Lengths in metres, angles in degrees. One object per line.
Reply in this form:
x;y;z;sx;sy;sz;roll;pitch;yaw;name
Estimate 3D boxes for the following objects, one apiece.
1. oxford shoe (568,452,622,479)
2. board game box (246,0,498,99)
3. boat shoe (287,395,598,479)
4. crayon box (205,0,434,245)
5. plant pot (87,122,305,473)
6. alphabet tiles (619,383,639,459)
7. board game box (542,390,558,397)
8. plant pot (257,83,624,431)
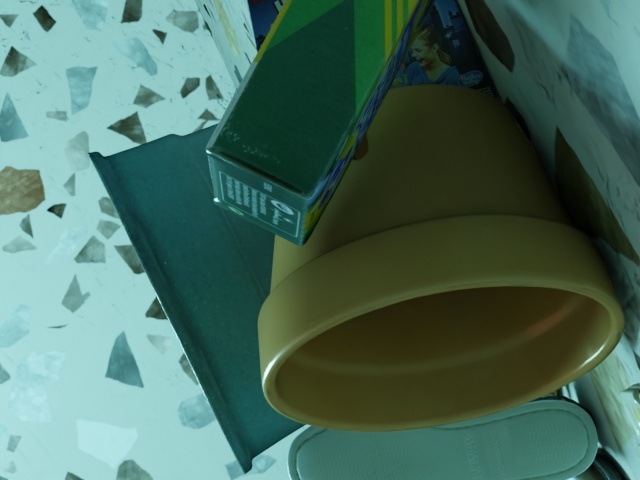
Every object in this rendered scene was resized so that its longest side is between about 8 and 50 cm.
0.242;0.266;1.796;0.083;0.096;0.227;63;160;-3;oxford shoe
0.034;-0.193;1.486;0.060;0.194;0.194;-157;55;-80;board game box
0.121;0.210;1.740;0.091;0.302;0.114;17;-108;-85;boat shoe
0.030;-0.167;1.260;0.083;0.323;0.203;27;171;2;crayon box
0.000;0.000;1.703;0.341;0.334;0.341;63;174;13;plant pot
0.323;0.248;1.433;0.284;0.021;0.278;64;174;1;alphabet tiles
0.189;0.088;1.886;0.124;0.039;0.259;70;175;-52;board game box
0.083;0.010;1.437;0.291;0.291;0.203;75;-176;-63;plant pot
